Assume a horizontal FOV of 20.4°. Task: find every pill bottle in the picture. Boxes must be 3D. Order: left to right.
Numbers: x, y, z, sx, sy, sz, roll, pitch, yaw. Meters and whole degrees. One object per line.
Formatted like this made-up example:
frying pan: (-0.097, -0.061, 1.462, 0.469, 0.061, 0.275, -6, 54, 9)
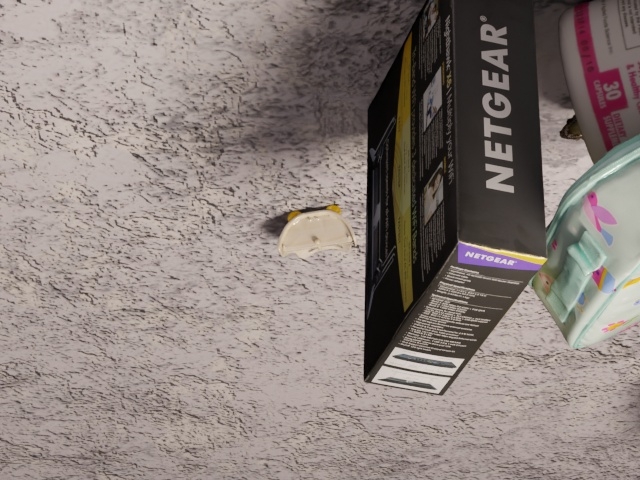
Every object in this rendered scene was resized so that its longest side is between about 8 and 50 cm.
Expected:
pill bottle: (0.364, -0.163, 1.557, 0.283, 0.160, 0.160, -15, 146, 17)

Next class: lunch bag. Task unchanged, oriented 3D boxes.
lunch bag: (0.282, -0.019, 1.450, 0.224, 0.108, 0.279, -24, 162, -14)

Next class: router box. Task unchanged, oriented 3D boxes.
router box: (0.111, -0.056, 1.562, 0.081, 0.308, 0.243, 10, 146, -13)

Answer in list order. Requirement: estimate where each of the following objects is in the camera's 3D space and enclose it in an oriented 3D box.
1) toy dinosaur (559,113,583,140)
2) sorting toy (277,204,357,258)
toy dinosaur: (0.364, -0.124, 1.719, 0.268, 0.064, 0.118, 6, 153, -19)
sorting toy: (0.000, 0.000, 1.896, 0.083, 0.044, 0.075, -8, 155, 7)
